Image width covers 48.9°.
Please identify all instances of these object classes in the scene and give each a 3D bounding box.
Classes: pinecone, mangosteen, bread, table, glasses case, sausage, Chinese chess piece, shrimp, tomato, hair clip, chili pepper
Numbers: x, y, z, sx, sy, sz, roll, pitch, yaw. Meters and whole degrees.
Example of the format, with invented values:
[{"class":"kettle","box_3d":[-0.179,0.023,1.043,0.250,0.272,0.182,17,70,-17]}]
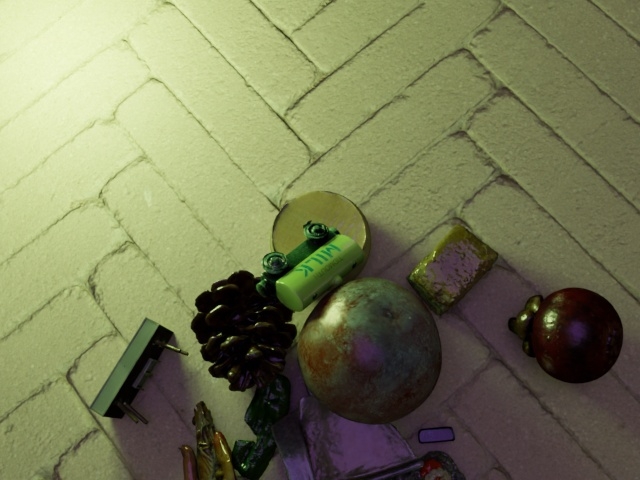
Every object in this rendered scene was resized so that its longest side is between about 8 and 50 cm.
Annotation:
[{"class":"pinecone","box_3d":[-0.174,0.208,1.597,0.244,0.309,0.244,-5,118,-9]},{"class":"mangosteen","box_3d":[0.539,0.203,1.577,0.257,0.215,0.215,14,73,45]},{"class":"bread","box_3d":[0.311,0.069,1.674,0.196,0.102,0.138,-43,73,-6]},{"class":"table","box_3d":[-0.414,0.319,1.661,0.111,0.121,0.240,28,79,12]},{"class":"glasses case","box_3d":[0.265,0.446,1.612,0.083,0.023,0.034,-6,69,2]},{"class":"sausage","box_3d":[-0.300,0.551,1.629,0.042,0.036,0.158,-10,73,-9]},{"class":"Chinese chess piece","box_3d":[0.000,0.000,1.722,0.249,0.103,0.250,-2,73,5]},{"class":"shrimp","box_3d":[-0.237,0.495,1.593,0.063,0.152,0.287,-2,64,-32]},{"class":"tomato","box_3d":[0.108,0.239,1.528,0.316,0.283,0.317,9,52,-11]},{"class":"hair clip","box_3d":[0.171,0.586,1.546,0.321,0.091,0.138,-34,71,-6]},{"class":"chili pepper","box_3d":[-0.129,0.427,1.627,0.099,0.083,0.253,17,82,10]}]

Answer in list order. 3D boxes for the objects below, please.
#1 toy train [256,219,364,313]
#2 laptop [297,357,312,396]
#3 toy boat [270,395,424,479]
[{"class":"toy train","box_3d":[-0.016,0.060,1.556,0.157,0.105,0.253,29,48,30]},{"class":"laptop","box_3d":[0.096,0.318,1.668,0.269,0.015,0.188,-19,74,0]},{"class":"toy boat","box_3d":[0.028,0.471,1.567,0.293,0.111,0.276,-34,76,-13]}]
